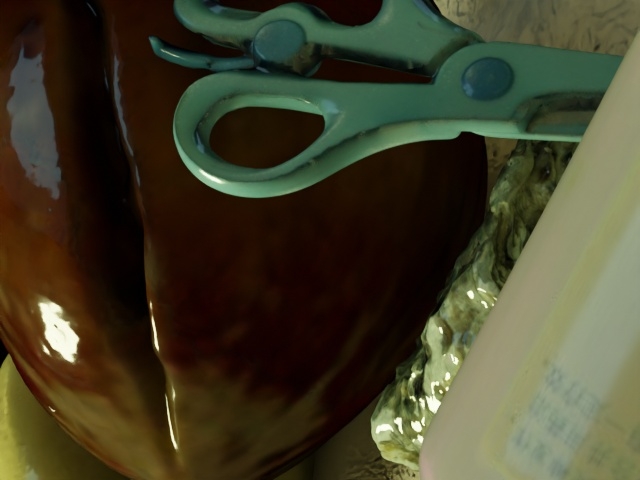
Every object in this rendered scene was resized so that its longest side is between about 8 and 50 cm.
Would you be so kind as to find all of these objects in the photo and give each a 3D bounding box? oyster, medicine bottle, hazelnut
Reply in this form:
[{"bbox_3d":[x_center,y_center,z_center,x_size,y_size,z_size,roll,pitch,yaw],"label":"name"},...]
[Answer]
[{"bbox_3d":[0.119,0.033,1.208,0.198,0.112,0.268,-152,81,-71],"label":"oyster"},{"bbox_3d":[0.170,0.073,0.865,0.379,0.213,0.213,-63,20,15],"label":"medicine bottle"},{"bbox_3d":[-0.061,-0.034,1.368,0.429,0.402,0.402,84,-165,-62],"label":"hazelnut"}]

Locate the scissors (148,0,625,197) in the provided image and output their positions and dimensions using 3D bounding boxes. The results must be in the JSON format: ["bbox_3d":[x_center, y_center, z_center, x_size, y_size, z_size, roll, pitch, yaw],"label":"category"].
[{"bbox_3d":[0.090,-0.091,1.105,0.032,0.393,0.180,66,-146,-61],"label":"scissors"}]

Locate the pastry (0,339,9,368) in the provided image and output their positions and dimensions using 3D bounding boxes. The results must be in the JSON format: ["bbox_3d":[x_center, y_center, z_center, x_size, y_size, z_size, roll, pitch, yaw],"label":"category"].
[{"bbox_3d":[-0.288,0.078,1.865,0.405,0.337,0.292,-60,19,-2],"label":"pastry"}]

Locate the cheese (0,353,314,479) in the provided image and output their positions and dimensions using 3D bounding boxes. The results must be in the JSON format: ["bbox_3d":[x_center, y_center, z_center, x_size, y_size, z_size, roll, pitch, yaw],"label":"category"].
[{"bbox_3d":[-0.132,0.186,1.520,0.128,0.259,0.316,92,177,-47],"label":"cheese"}]
